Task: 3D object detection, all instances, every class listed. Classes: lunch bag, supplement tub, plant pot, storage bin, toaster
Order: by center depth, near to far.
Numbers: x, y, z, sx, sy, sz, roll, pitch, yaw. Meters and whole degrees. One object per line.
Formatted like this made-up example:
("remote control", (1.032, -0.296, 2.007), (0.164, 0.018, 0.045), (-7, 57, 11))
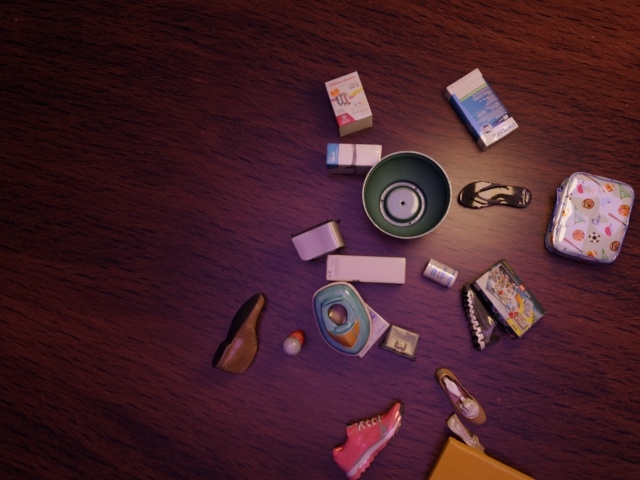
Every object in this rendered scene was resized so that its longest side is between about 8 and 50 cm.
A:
("lunch bag", (0.913, -0.081, 1.720), (0.243, 0.115, 0.304), (16, 87, 9))
("plant pot", (0.292, -0.143, 1.744), (0.292, 0.196, 0.293), (0, 84, 5))
("storage bin", (0.281, 0.355, 1.751), (0.135, 0.098, 0.091), (19, 76, 7))
("supplement tub", (0.422, 0.116, 1.767), (0.107, 0.071, 0.071), (26, 87, 7))
("toaster", (0.000, 0.000, 1.775), (0.185, 0.168, 0.110), (-23, 85, 4))

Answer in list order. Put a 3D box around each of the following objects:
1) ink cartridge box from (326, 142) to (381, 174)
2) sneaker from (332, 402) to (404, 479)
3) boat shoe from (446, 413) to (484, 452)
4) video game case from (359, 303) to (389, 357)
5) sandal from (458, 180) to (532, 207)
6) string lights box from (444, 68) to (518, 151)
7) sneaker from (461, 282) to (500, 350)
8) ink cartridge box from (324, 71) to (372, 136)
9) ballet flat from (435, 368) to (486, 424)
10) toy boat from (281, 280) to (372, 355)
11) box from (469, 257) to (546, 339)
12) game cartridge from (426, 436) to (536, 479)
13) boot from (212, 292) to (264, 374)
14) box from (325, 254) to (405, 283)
("ink cartridge box", (0.121, -0.291, 1.804), (0.190, 0.139, 0.082), (4, 83, 6))
("sneaker", (0.161, 0.664, 1.715), (0.136, 0.116, 0.314), (40, 89, 10))
("boat shoe", (0.503, 0.662, 1.712), (0.153, 0.056, 0.048), (41, 94, 15))
("video game case", (0.144, 0.314, 1.801), (0.143, 0.019, 0.157), (41, 90, 9))
("sandal", (0.622, -0.166, 1.784), (0.254, 0.054, 0.097), (0, 84, 6))
("string lights box", (0.576, -0.470, 1.809), (0.133, 0.077, 0.260), (-31, 82, 2))
("sneaker", (0.560, 0.258, 1.740), (0.106, 0.078, 0.235), (-13, 83, -3))
("ink cartridge box", (0.103, -0.497, 1.834), (0.128, 0.127, 0.176), (-19, 82, 4))
("ballet flat", (0.479, 0.544, 1.716), (0.080, 0.073, 0.232), (-42, 82, 1))
("toy boat", (0.019, 0.304, 1.725), (0.318, 0.148, 0.268), (-26, 92, 13))
("box", (0.643, 0.198, 1.718), (0.159, 0.044, 0.233), (-32, 81, -26))
("game cartridge", (0.519, 0.851, 1.669), (0.323, 0.052, 0.285), (26, 99, 9))
("boot", (-0.270, 0.339, 1.817), (0.115, 0.112, 0.305), (31, 83, -22))
("box", (0.160, 0.104, 1.776), (0.275, 0.113, 0.094), (3, 85, 7))
